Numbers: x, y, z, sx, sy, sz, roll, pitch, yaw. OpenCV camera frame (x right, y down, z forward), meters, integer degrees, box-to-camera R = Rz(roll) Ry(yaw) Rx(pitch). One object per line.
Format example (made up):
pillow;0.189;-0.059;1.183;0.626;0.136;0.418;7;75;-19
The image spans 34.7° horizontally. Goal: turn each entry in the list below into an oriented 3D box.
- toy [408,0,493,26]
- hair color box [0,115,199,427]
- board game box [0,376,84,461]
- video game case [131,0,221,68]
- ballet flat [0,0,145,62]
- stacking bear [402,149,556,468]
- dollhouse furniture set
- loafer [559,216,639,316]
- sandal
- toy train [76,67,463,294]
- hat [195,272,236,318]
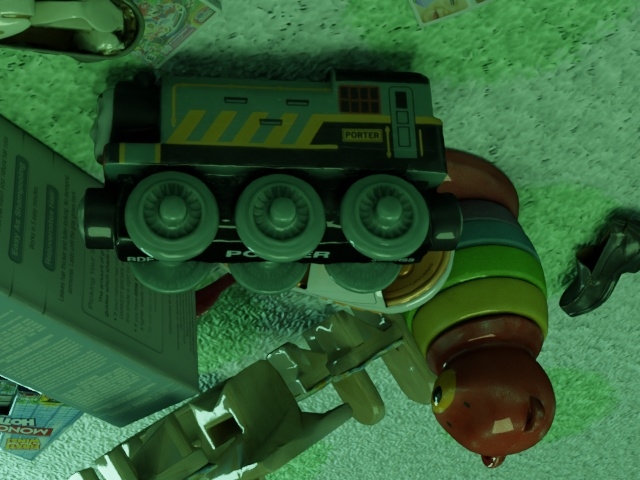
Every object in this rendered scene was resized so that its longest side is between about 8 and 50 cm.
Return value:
toy;0.175;-0.241;0.802;0.237;0.056;0.137;-18;145;13
hair color box;-0.275;0.021;0.962;0.113;0.185;0.374;-25;141;23
board game box;-0.400;0.215;1.313;0.194;0.060;0.194;9;140;-23
video game case;-0.154;-0.194;0.838;0.087;0.011;0.122;-33;137;31
ballet flat;-0.211;-0.168;0.734;0.068;0.072;0.213;4;-175;34
stacking bear;0.156;0.080;1.043;0.164;0.289;0.175;11;140;-25
dollhouse furniture set;-0.075;0.289;1.193;0.362;0.257;0.394;-29;176;-32
loafer;0.328;0.028;1.217;0.061;0.062;0.170;26;133;-8
sandal;-0.003;0.010;1.011;0.265;0.102;0.076;4;167;23
toy train;-0.041;-0.057;0.900;0.333;0.190;0.142;0;160;-8
hat;-0.208;0.077;1.172;0.208;0.173;0.184;1;109;-23
